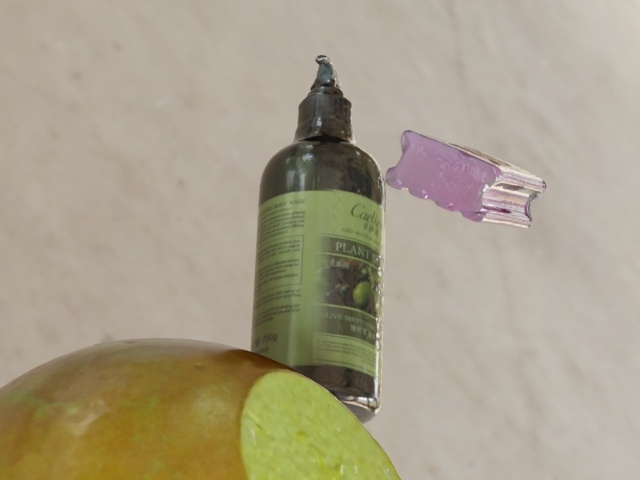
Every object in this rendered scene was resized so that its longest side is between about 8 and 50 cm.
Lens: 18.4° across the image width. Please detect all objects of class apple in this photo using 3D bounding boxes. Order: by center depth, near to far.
[{"bbox_3d":[-0.104,0.252,1.310,0.384,0.374,0.374,26,19,5],"label":"apple"}]

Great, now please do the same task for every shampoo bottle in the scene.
[{"bbox_3d":[0.000,0.000,1.529,0.101,0.101,0.283,29,57,-49],"label":"shampoo bottle"}]

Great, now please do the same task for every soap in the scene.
[{"bbox_3d":[0.159,-0.064,2.130,0.122,0.065,0.203,24,6,19],"label":"soap"}]
